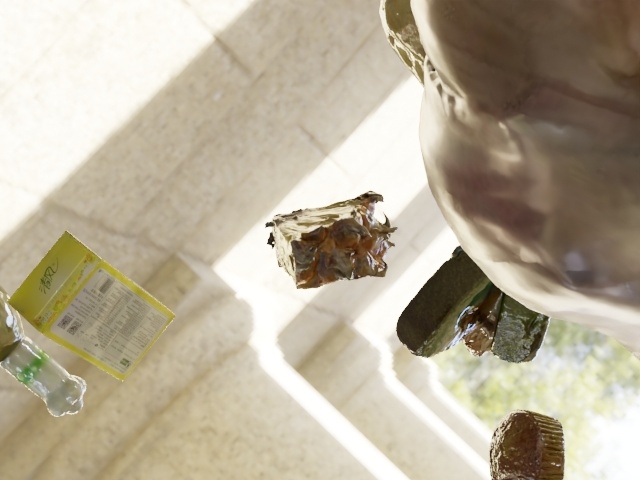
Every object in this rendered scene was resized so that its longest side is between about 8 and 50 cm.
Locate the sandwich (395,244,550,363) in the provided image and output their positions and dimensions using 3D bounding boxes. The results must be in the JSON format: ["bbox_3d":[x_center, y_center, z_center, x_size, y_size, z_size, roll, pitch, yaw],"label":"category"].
[{"bbox_3d":[0.264,0.107,1.775,0.250,0.162,0.301,-43,155,10],"label":"sandwich"}]

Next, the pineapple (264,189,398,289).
[{"bbox_3d":[0.000,0.000,1.051,0.137,0.116,0.069,-19,107,-56],"label":"pineapple"}]

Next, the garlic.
[{"bbox_3d":[0.157,-0.044,0.358,0.207,0.257,0.207,-16,116,-35],"label":"garlic"}]

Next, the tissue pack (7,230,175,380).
[{"bbox_3d":[-0.235,0.071,1.276,0.095,0.062,0.176,-52,152,-6],"label":"tissue pack"}]

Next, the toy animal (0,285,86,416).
[{"bbox_3d":[-0.441,0.078,1.427,0.180,0.363,0.181,-17,-168,37],"label":"toy animal"}]

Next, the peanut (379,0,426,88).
[{"bbox_3d":[0.126,-0.103,0.751,0.129,0.224,0.129,-37,163,-13],"label":"peanut"}]

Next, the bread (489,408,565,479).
[{"bbox_3d":[0.187,0.200,1.137,0.053,0.085,0.085,12,131,-25],"label":"bread"}]
